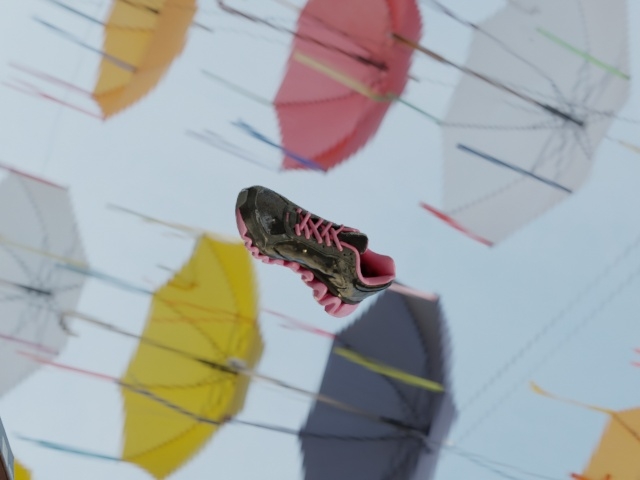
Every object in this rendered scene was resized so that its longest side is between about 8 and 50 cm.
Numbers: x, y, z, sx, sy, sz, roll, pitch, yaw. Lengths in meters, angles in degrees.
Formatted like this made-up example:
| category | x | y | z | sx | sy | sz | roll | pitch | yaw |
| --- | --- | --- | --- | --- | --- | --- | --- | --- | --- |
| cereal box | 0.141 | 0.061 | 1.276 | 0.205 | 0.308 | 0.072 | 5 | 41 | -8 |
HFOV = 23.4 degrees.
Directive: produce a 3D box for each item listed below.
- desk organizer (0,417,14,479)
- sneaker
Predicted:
| category | x | y | z | sx | sy | sz | roll | pitch | yaw |
| --- | --- | --- | --- | --- | --- | --- | --- | --- | --- |
| desk organizer | -0.297 | 0.156 | 1.298 | 0.050 | 0.130 | 0.047 | -12 | -145 | -4 |
| sneaker | 0.000 | 0.000 | 0.927 | 0.057 | 0.119 | 0.047 | -21 | -134 | 37 |
